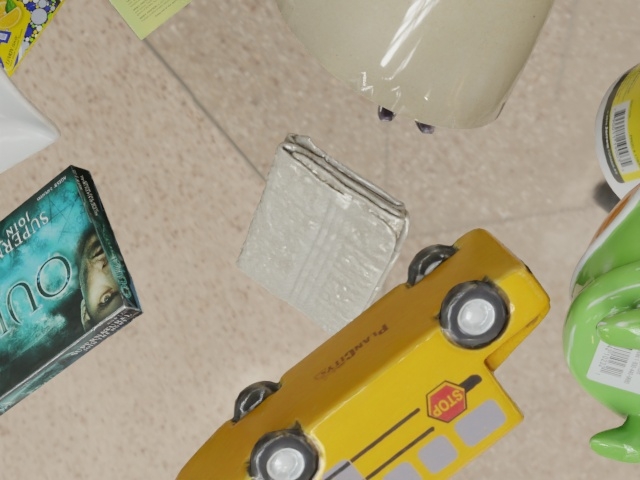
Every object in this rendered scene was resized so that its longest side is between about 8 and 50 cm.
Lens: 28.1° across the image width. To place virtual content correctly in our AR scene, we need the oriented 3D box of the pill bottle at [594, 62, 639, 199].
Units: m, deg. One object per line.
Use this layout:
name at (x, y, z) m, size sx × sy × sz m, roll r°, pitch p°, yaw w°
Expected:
pill bottle at (0.435, -0.127, 1.280) m, size 0.188 × 0.334 × 0.188 m, roll 2°, pitch 84°, yaw -18°

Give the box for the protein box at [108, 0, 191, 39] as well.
protein box at (-0.267, -0.454, 1.910) m, size 0.200 × 0.136 × 0.201 m, roll -38°, pitch 137°, yaw 0°

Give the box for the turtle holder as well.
turtle holder at (0.353, 0.044, 0.968) m, size 0.243 × 0.320 × 0.227 m, roll 56°, pitch 41°, yaw -38°

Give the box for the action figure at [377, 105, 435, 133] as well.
action figure at (0.157, -0.323, 2.068) m, size 0.185 × 0.099 × 0.285 m, roll 10°, pitch 124°, yaw 9°

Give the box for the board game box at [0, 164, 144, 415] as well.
board game box at (-0.223, 0.047, 0.948) m, size 0.186 × 0.126 × 0.026 m, roll -36°, pitch 154°, yaw 21°

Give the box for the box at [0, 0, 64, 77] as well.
box at (-0.322, -0.206, 1.284) m, size 0.059 × 0.054 × 0.169 m, roll 34°, pitch 98°, yaw -25°

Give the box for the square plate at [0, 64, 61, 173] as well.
square plate at (-0.369, -0.042, 0.880) m, size 0.347 × 0.344 × 0.049 m, roll -29°, pitch 83°, yaw -5°

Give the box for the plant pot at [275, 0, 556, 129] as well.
plant pot at (0.129, -0.287, 1.158) m, size 0.256 × 0.256 × 0.274 m, roll 9°, pitch 132°, yaw -30°

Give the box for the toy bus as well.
toy bus at (0.038, 0.140, 0.995) m, size 0.333 × 0.108 × 0.130 m, roll -38°, pitch 111°, yaw 1°

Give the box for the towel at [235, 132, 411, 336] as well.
towel at (0.000, 0.000, 1.582) m, size 0.049 × 0.187 × 0.282 m, roll -49°, pitch 170°, yaw -37°
